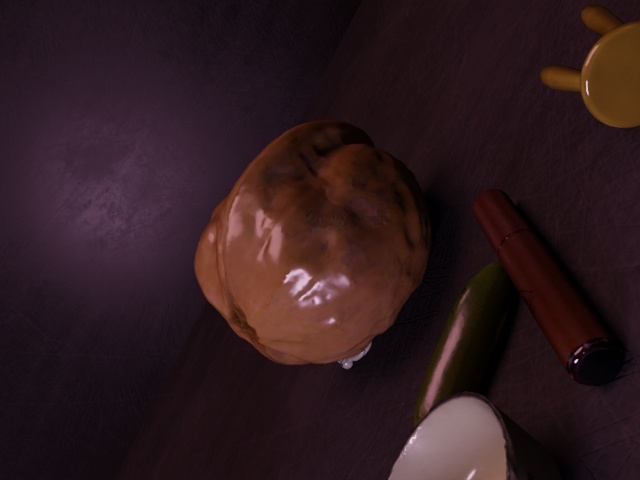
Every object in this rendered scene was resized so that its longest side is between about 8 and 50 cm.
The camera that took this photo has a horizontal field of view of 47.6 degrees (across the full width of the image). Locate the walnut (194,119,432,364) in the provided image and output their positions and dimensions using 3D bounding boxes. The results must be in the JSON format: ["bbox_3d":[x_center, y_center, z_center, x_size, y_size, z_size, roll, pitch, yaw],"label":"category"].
[{"bbox_3d":[-0.002,0.010,1.141,0.383,0.384,0.383,-55,18,28],"label":"walnut"}]

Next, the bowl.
[{"bbox_3d":[0.145,0.257,0.658,0.211,0.112,0.211,-54,19,28],"label":"bowl"}]

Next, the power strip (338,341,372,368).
[{"bbox_3d":[0.056,0.178,1.209,0.083,0.035,0.055,-54,18,24],"label":"power strip"}]

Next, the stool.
[{"bbox_3d":[0.324,-0.190,0.799,0.110,0.134,0.135,-101,-5,-69],"label":"stool"}]

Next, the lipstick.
[{"bbox_3d":[0.240,0.035,0.810,0.057,0.057,0.356,-57,17,22],"label":"lipstick"}]

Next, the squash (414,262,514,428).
[{"bbox_3d":[0.166,0.140,0.856,0.258,0.069,0.069,-67,16,-10],"label":"squash"}]
